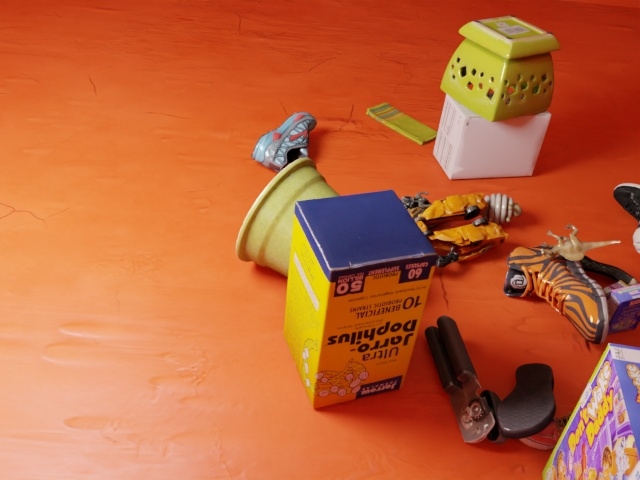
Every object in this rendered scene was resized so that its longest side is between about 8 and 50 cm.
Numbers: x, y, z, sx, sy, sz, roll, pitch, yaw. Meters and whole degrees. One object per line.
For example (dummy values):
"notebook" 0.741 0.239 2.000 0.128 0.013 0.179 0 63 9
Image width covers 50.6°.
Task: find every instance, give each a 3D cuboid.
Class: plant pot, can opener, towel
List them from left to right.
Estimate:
"plant pot" 0.000 0.000 1.485 0.254 0.276 0.276 35 46 15
"towel" 0.262 -0.372 2.137 0.102 0.021 0.237 -29 51 -35
"can opener" 0.287 0.276 1.333 0.095 0.076 0.283 27 30 -28
"plant pot" 0.493 -0.474 1.827 0.228 0.207 0.227 -16 42 -27

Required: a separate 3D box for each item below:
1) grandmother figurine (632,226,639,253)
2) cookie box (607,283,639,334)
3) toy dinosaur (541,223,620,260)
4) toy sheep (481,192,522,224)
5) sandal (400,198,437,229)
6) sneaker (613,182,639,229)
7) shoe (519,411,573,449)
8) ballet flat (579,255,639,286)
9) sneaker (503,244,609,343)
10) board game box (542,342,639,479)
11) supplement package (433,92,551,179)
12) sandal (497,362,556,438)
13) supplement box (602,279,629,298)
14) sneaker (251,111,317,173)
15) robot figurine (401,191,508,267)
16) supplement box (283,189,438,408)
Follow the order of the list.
"grandmother figurine" 0.952 -0.001 1.714 0.343 0.104 0.207 -1 60 -13
"cookie box" 0.668 0.152 1.490 0.092 0.107 0.040 -9 42 -19
"toy dinosaur" 0.579 0.011 1.554 0.183 0.053 0.092 -10 45 -7
"toy sheep" 0.458 -0.082 1.764 0.132 0.091 0.091 10 39 12
"sandal" 0.216 -0.081 1.744 0.219 0.060 0.090 12 40 4
"sneaker" 0.862 -0.074 1.816 0.121 0.079 0.217 -24 49 -32
"shoe" 0.455 0.342 1.249 0.178 0.081 0.063 7 39 0
"ballet flat" 0.681 0.079 1.640 0.173 0.057 0.049 22 82 20
"sneaker" 0.510 0.120 1.516 0.180 0.124 0.321 0 29 -3
"board game box" 0.432 0.360 1.015 0.078 0.347 0.233 9 39 3
"supplement package" 0.484 -0.299 1.936 0.262 0.204 0.145 -3 38 -12
"sandal" 0.398 0.306 1.269 0.097 0.054 0.254 -4 13 29
"supplement box" 0.681 0.134 1.564 0.083 0.043 0.055 -16 45 -27
"sneaker" -0.078 -0.267 1.922 0.125 0.104 0.262 39 51 10
"robot figurine" 0.300 -0.025 1.652 0.291 0.085 0.211 -11 58 -21
"supplement box" 0.059 0.111 1.254 0.194 0.356 0.195 -9 42 -17
